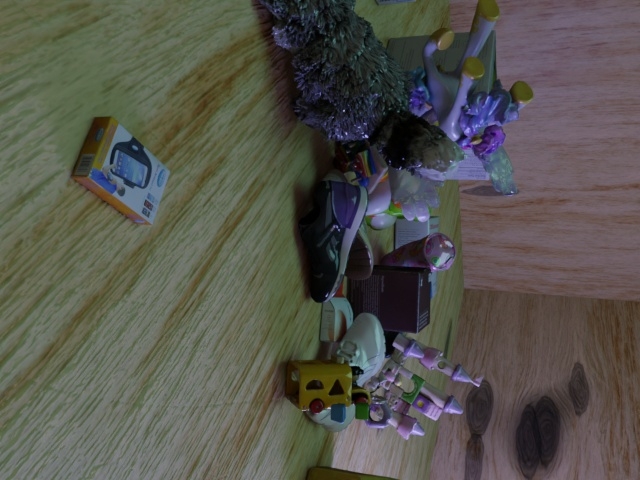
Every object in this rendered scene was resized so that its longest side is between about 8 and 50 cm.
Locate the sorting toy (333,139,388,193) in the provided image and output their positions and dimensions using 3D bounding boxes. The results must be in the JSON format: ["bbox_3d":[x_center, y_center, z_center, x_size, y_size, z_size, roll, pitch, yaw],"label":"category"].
[{"bbox_3d":[0.086,-0.184,1.200,0.132,0.046,0.274,63,-20,13],"label":"sorting toy"}]

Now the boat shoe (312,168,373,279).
[{"bbox_3d":[0.067,-0.032,1.302,0.098,0.109,0.302,-67,144,-45],"label":"boat shoe"}]

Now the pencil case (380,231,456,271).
[{"bbox_3d":[0.302,0.062,1.683,0.284,0.124,0.124,146,-42,-64],"label":"pencil case"}]

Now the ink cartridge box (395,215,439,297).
[{"bbox_3d":[0.363,0.062,2.017,0.223,0.128,0.308,-11,103,-67],"label":"ink cartridge box"}]

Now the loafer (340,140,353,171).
[{"bbox_3d":[0.084,-0.304,1.356,0.087,0.094,0.251,-98,-166,-75],"label":"loafer"}]

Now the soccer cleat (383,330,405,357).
[{"bbox_3d":[0.261,0.251,1.755,0.289,0.093,0.121,-58,175,-6],"label":"soccer cleat"}]

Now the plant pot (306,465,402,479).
[{"bbox_3d":[0.060,0.639,1.255,0.187,0.212,0.212,48,47,-43],"label":"plant pot"}]

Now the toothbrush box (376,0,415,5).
[{"bbox_3d":[0.186,-0.819,1.483,0.283,0.122,0.206,13,81,-69],"label":"toothbrush box"}]

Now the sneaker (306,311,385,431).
[{"bbox_3d":[0.063,0.308,1.275,0.129,0.111,0.297,40,70,-53],"label":"sneaker"}]

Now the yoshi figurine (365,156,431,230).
[{"bbox_3d":[0.201,-0.131,1.421,0.362,0.202,0.204,102,-4,-76],"label":"yoshi figurine"}]

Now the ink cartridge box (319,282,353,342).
[{"bbox_3d":[0.049,0.163,1.361,0.145,0.045,0.180,17,79,-68],"label":"ink cartridge box"}]

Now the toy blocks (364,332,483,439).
[{"bbox_3d":[0.297,0.455,1.589,0.289,0.260,0.309,-59,160,-4],"label":"toy blocks"}]

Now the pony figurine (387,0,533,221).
[{"bbox_3d":[0.282,-0.254,1.127,0.363,0.302,0.351,126,-51,-69],"label":"pony figurine"}]

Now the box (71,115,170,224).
[{"bbox_3d":[-0.232,-0.077,0.651,0.136,0.028,0.081,49,48,-58],"label":"box"}]

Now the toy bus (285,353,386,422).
[{"bbox_3d":[0.027,0.293,1.121,0.202,0.190,0.105,3,89,-68],"label":"toy bus"}]

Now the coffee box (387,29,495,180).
[{"bbox_3d":[0.387,-0.425,1.738,0.334,0.338,0.338,64,36,-51],"label":"coffee box"}]

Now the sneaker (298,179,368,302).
[{"bbox_3d":[0.000,0.000,1.174,0.107,0.124,0.284,-119,-137,-63],"label":"sneaker"}]

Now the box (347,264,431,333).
[{"bbox_3d":[0.195,0.158,1.510,0.168,0.203,0.167,-3,95,-67],"label":"box"}]

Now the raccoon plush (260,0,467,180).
[{"bbox_3d":[0.086,-0.332,0.954,0.216,0.446,0.299,-48,145,-18],"label":"raccoon plush"}]
